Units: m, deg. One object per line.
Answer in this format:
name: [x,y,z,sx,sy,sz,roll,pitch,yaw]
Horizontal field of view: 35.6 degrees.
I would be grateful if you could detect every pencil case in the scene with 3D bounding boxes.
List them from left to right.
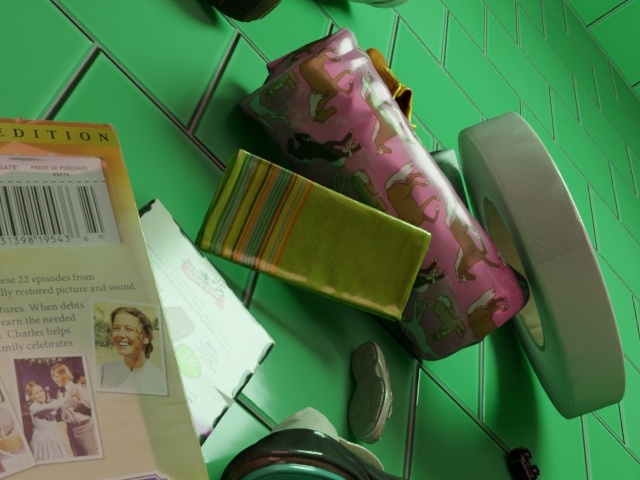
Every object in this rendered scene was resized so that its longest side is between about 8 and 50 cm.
pencil case: [0.072,-0.052,1.115,0.386,0.167,0.160,54,51,-9]

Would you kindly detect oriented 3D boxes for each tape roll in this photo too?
tape roll: [0.271,0.030,1.257,0.392,0.072,0.392,-20,90,-87]

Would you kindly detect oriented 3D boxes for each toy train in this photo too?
toy train: [0.266,0.322,1.186,0.036,0.027,0.158,-5,66,-55]

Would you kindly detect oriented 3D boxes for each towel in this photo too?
towel: [0.000,0.000,0.970,0.237,0.102,0.021,22,2,-27]

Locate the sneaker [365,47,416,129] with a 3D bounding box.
sneaker: [0.100,-0.208,1.407,0.064,0.067,0.175,23,42,-44]

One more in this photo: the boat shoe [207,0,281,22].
boat shoe: [-0.133,-0.414,1.193,0.324,0.122,0.120,61,26,5]

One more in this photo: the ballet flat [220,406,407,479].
ballet flat: [0.002,0.204,0.837,0.280,0.095,0.096,42,21,-46]

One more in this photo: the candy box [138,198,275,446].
candy box: [-0.143,0.086,0.730,0.159,0.071,0.233,52,30,-7]

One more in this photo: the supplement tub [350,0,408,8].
supplement tub: [0.034,-0.451,1.412,0.272,0.191,0.191,13,51,-53]

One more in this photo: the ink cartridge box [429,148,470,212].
ink cartridge box: [0.159,0.007,1.328,0.189,0.066,0.232,-32,111,-62]

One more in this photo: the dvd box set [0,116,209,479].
dvd box set: [-0.209,0.120,0.511,0.307,0.062,0.421,-2,62,-36]

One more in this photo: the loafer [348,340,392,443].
loafer: [0.056,0.157,1.007,0.039,0.045,0.125,48,27,-31]
